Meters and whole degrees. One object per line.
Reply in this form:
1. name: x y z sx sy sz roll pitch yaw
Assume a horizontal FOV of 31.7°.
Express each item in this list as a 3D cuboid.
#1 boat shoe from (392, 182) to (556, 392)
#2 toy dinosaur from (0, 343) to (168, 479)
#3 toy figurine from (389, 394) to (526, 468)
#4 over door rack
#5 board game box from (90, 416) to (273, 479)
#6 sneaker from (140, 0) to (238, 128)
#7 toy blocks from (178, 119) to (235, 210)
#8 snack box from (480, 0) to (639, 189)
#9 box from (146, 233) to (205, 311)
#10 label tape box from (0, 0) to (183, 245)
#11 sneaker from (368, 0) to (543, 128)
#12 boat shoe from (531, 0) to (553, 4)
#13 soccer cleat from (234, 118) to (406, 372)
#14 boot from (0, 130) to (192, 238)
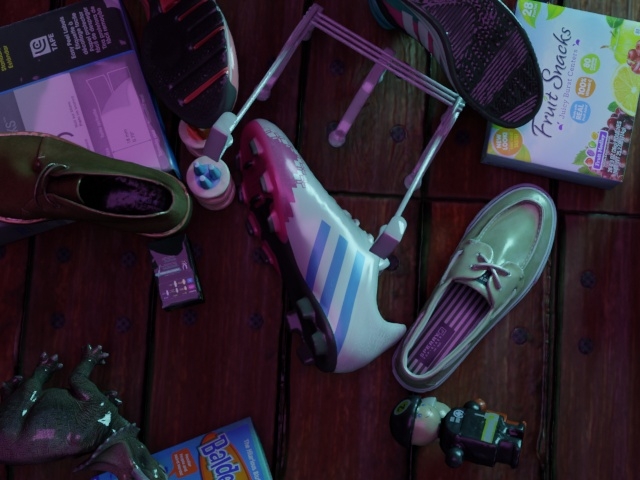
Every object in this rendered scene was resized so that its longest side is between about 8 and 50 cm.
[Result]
1. boat shoe: 0.196 0.060 1.377 0.109 0.094 0.302 33 84 4
2. toy dinosaur: -0.326 0.211 1.323 0.313 0.160 0.121 7 121 1
3. toy figurine: 0.147 0.283 1.294 0.148 0.213 0.210 11 86 12
4. over door rack: 0.021 -0.127 1.334 0.239 0.108 0.324 30 44 0
5. board game box: -0.155 0.317 1.330 0.210 0.047 0.160 -21 46 -3
6. sneaker: -0.157 -0.272 1.383 0.116 0.136 0.314 -29 70 17
7. toy blocks: -0.142 -0.107 1.373 0.054 0.148 0.123 -12 83 -2
8. snack box: 0.308 -0.183 1.420 0.174 0.070 0.207 13 82 3
9. box: -0.179 0.041 1.397 0.052 0.062 0.083 -15 83 -3
10. label tape box: -0.367 -0.135 1.399 0.333 0.106 0.241 -19 83 -2
11. sneaker: 0.153 -0.266 1.384 0.124 0.178 0.295 -37 100 6
12. boat shoe: 0.304 -0.356 1.455 0.042 0.049 0.133 27 86 -2
13. soccer cleat: 0.000 0.000 1.392 0.143 0.116 0.331 -15 80 -24
14. boot: -0.302 -0.069 1.283 0.305 0.115 0.112 9 87 1
